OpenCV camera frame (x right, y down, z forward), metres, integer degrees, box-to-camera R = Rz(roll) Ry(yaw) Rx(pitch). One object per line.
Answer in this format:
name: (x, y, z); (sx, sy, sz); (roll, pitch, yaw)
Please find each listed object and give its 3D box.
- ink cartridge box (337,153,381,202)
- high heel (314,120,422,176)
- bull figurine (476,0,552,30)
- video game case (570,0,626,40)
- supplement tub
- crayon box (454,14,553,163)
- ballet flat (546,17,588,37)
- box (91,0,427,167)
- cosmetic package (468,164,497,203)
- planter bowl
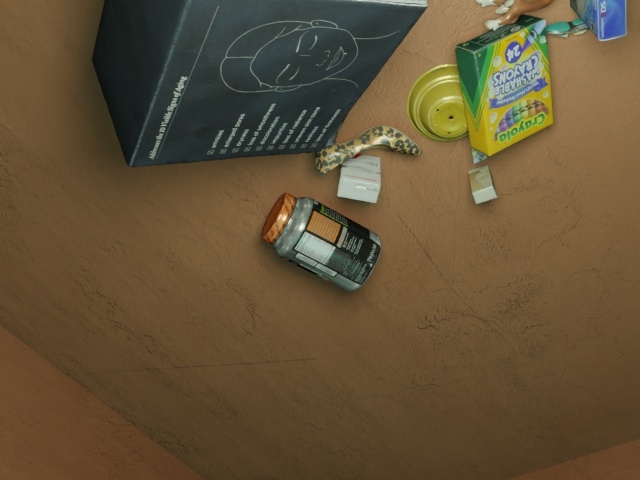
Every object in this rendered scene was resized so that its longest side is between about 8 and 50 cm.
ink cartridge box: (0.105, -0.172, 1.701); (0.109, 0.150, 0.063); (10, 126, -2)
high heel: (0.122, -0.217, 1.649); (0.261, 0.093, 0.186); (21, 83, 1)
bull figurine: (0.398, -0.623, 1.374); (0.188, 0.101, 0.310); (-25, 118, 26)
video game case: (0.565, -0.585, 1.295); (0.061, 0.244, 0.269); (-10, 125, 14)
supplement tub: (0.000, 0.000, 1.813); (0.316, 0.193, 0.193); (29, 124, -14)
crayon box: (0.456, -0.351, 1.527); (0.203, 0.083, 0.323); (-28, 125, -12)
ballet flat: (0.592, -0.501, 1.484); (0.114, 0.041, 0.041); (-12, 124, 15)
box: (-0.143, -0.404, 1.232); (0.472, 0.297, 0.480); (-12, 158, -35)
cosmetic package: (0.440, -0.154, 1.705); (0.060, 0.115, 0.041); (-19, 122, 18)
planter bowl: (0.330, -0.330, 1.602); (0.217, 0.090, 0.217); (2, 127, 3)
